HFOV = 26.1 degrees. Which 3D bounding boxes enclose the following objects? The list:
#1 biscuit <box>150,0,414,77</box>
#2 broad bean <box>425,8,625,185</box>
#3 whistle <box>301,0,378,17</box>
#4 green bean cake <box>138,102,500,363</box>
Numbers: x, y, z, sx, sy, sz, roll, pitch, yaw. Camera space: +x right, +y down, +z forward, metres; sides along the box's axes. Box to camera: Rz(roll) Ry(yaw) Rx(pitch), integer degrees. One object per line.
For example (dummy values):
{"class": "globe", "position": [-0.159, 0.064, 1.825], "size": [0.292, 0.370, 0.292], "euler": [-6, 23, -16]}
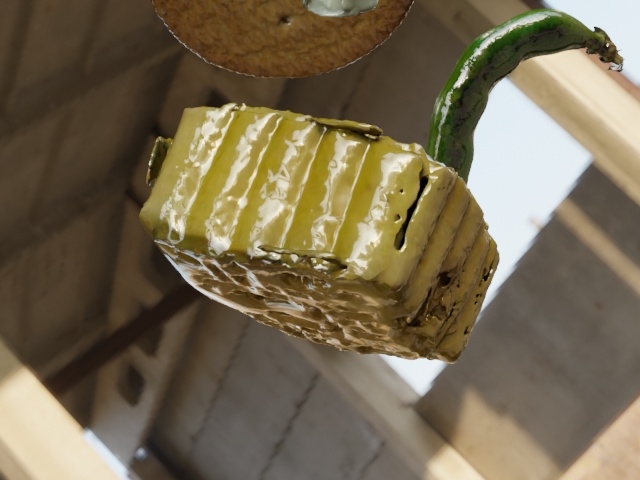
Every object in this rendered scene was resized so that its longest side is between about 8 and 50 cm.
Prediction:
{"class": "biscuit", "position": [-0.038, -0.293, 1.475], "size": [0.305, 0.038, 0.305], "euler": [-3, -42, -3]}
{"class": "broad bean", "position": [0.204, -0.159, 1.552], "size": [0.292, 0.144, 0.049], "euler": [-43, 16, -4]}
{"class": "whistle", "position": [0.005, -0.336, 1.007], "size": [0.133, 0.142, 0.346], "euler": [-58, -31, -58]}
{"class": "green bean cake", "position": [0.000, 0.000, 1.041], "size": [0.224, 0.230, 0.131], "euler": [45, -118, -59]}
